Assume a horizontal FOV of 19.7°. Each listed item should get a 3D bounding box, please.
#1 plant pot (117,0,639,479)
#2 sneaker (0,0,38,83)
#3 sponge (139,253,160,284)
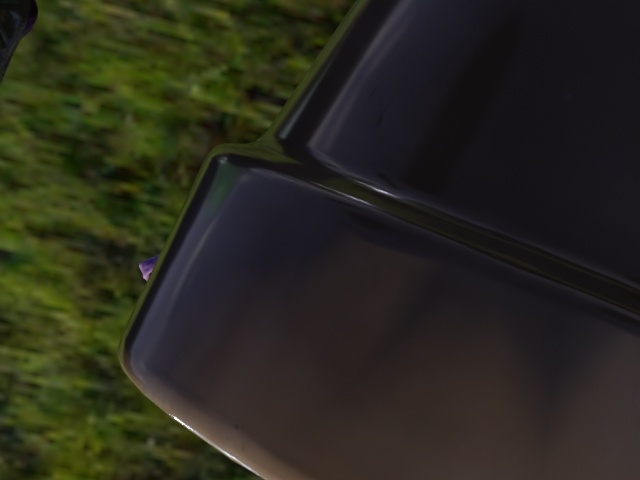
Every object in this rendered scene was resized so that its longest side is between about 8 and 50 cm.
[{"bbox_3d":[0.146,-0.038,0.482,0.280,0.323,0.323,-69,18,1],"label":"plant pot"},{"bbox_3d":[-0.186,-0.026,0.809,0.223,0.083,0.098,-56,-10,22],"label":"sneaker"},{"bbox_3d":[0.000,0.000,1.195,0.210,0.117,0.031,-25,66,19],"label":"sponge"}]
